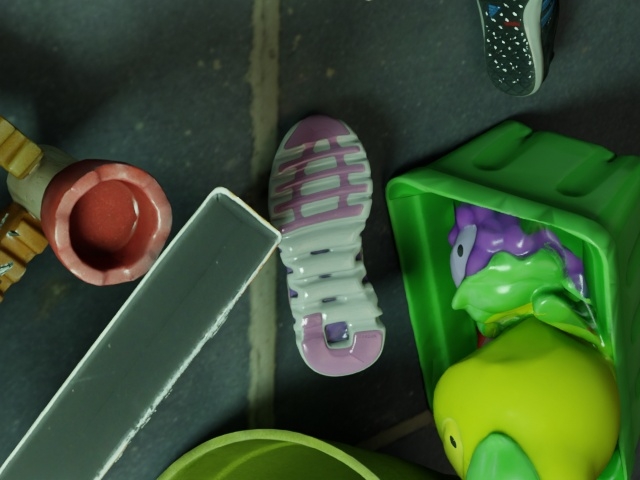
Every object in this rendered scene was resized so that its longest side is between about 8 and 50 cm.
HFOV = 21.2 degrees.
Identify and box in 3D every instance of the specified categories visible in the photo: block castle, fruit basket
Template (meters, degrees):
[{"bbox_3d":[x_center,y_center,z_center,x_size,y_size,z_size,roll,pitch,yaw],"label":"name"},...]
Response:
[{"bbox_3d":[-0.340,0.064,1.110,0.303,0.213,0.453,41,83,-32],"label":"block castle"},{"bbox_3d":[0.189,0.119,1.658,0.392,0.283,0.392,-32,132,-45],"label":"fruit basket"}]

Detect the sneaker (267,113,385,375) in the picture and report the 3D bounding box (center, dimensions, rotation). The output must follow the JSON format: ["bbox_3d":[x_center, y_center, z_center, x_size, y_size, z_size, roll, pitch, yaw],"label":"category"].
[{"bbox_3d":[0.000,0.000,1.558,0.095,0.104,0.236,-7,103,-6],"label":"sneaker"}]

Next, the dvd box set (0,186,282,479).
[{"bbox_3d":[-0.144,0.105,1.305,0.308,0.062,0.420,-53,-179,-3],"label":"dvd box set"}]

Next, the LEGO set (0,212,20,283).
[{"bbox_3d":[-0.213,-0.005,1.051,0.054,0.023,0.083,2,91,-46],"label":"LEGO set"}]

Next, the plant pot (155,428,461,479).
[{"bbox_3d":[0.047,0.361,1.674,0.353,0.366,0.366,5,113,-57],"label":"plant pot"}]

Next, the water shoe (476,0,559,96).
[{"bbox_3d":[0.187,-0.237,1.602,0.080,0.073,0.203,-51,147,-48],"label":"water shoe"}]
